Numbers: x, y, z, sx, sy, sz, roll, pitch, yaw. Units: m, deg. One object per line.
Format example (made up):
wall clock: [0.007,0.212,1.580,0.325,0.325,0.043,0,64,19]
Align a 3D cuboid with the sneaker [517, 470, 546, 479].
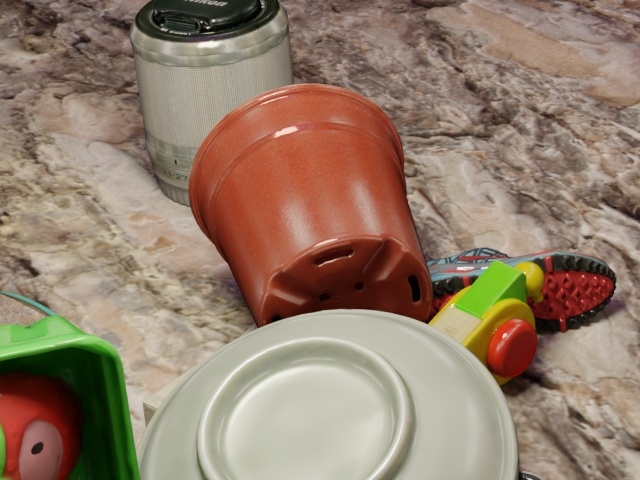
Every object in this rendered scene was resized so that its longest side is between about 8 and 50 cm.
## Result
sneaker: [0.150,0.270,1.695,0.223,0.083,0.098,2,-8,33]

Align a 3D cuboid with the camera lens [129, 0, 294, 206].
camera lens: [-0.145,-0.210,2.321,0.219,0.274,0.219,-4,31,2]

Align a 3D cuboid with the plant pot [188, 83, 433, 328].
plant pot: [0.000,0.000,1.933,0.272,0.272,0.265,-10,38,-8]

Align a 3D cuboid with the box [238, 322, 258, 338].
box: [-0.038,0.123,1.989,0.136,0.028,0.081,15,36,26]

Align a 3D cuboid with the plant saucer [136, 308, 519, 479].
plant saucer: [-0.009,0.206,1.632,0.400,0.100,0.400,-9,48,10]

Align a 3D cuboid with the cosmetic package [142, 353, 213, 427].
cosmetic package: [-0.144,0.184,1.870,0.041,0.060,0.115,22,41,35]

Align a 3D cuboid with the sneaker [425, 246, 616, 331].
sneaker: [0.225,0.042,2.013,0.262,0.104,0.125,-4,29,1]

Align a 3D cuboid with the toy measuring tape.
toy measuring tape: [0.148,0.153,1.873,0.121,0.121,0.330,27,65,42]

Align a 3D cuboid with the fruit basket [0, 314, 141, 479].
fruit basket: [-0.286,0.277,1.431,0.283,0.392,0.392,-10,31,-9]

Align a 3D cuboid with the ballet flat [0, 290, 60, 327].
ballet flat: [-0.414,0.111,2.017,0.316,0.107,0.106,19,58,43]
